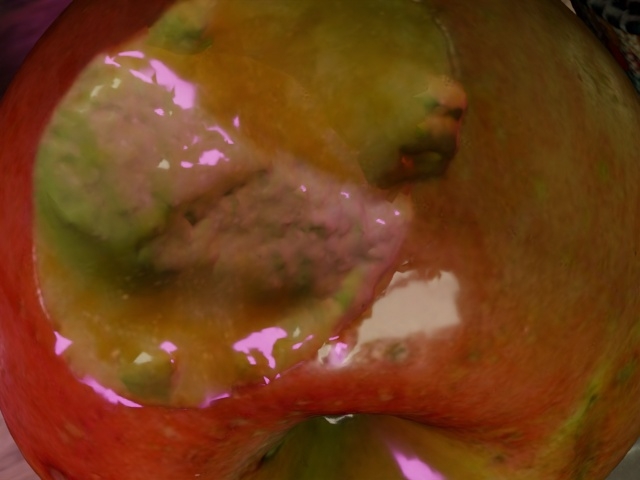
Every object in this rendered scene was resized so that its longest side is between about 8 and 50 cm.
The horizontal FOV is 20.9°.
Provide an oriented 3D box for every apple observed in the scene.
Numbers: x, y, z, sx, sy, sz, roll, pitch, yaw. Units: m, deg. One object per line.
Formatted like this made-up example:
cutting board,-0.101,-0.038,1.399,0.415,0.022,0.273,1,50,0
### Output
apple,0.000,0.000,0.825,0.340,0.339,0.339,-17,134,-18

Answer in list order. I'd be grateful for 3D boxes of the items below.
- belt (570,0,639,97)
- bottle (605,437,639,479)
belt,0.219,-0.157,0.868,0.207,0.257,0.150,-17,137,13
bottle,0.206,0.161,1.198,0.347,0.168,0.168,-15,133,-25
